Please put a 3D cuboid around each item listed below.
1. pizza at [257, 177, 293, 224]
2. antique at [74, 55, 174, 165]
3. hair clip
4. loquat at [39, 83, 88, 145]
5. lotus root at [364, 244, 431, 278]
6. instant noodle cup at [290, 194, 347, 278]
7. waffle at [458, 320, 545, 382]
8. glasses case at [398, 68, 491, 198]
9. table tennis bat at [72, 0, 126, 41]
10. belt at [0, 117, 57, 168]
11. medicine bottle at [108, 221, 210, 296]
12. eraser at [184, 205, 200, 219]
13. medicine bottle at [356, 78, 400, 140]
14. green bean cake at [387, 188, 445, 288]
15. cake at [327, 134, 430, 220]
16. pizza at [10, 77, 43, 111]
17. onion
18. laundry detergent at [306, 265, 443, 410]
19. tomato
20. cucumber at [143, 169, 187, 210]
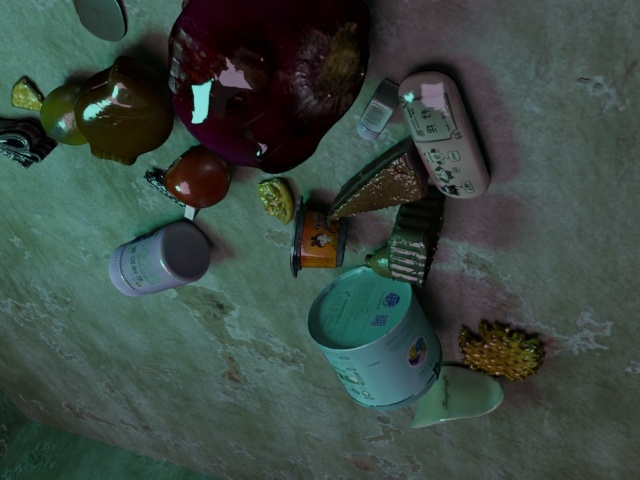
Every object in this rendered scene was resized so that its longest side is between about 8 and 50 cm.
[{"bbox_3d":[-0.114,-0.099,1.864,0.099,0.036,0.160,16,142,14],"label":"pizza"},{"bbox_3d":[-0.452,-0.302,1.715,0.223,0.129,0.278,10,140,-16],"label":"antique"},{"bbox_3d":[0.387,0.445,2.109,0.282,0.173,0.113,-3,154,19],"label":"hair clip"},{"bbox_3d":[-0.609,-0.312,1.832,0.195,0.152,0.152,-23,121,37],"label":"loquat"},{"bbox_3d":[0.185,0.052,1.825,0.183,0.077,0.090,-8,130,36],"label":"lotus root"},{"bbox_3d":[0.000,0.000,1.818,0.125,0.178,0.208,7,127,5],"label":"instant noodle cup"},{"bbox_3d":[0.477,0.302,1.970,0.228,0.051,0.232,9,140,18],"label":"waffle"},{"bbox_3d":[0.251,-0.205,1.480,0.122,0.075,0.314,-4,133,31],"label":"glasses case"},{"bbox_3d":[-0.488,-0.530,1.597,0.131,0.022,0.234,18,144,13],"label":"table tennis bat"},{"bbox_3d":[-0.917,-0.301,2.071,0.359,0.094,0.126,16,137,13],"label":"belt"},{"bbox_3d":[-0.473,0.060,2.157,0.290,0.178,0.178,-15,126,43],"label":"medicine bottle"},{"bbox_3d":[-0.316,-0.106,1.922,0.026,0.105,0.065,28,144,-1],"label":"eraser"},{"bbox_3d":[0.117,-0.259,1.500,0.055,0.074,0.118,28,144,-2],"label":"medicine bottle"},{"bbox_3d":[0.213,-0.011,1.656,0.094,0.173,0.181,14,144,15],"label":"green bean cake"},{"bbox_3d":[0.129,-0.119,1.623,0.113,0.116,0.295,43,140,-19],"label":"cake"},{"bbox_3d":[-0.762,-0.369,1.950,0.108,0.026,0.123,35,140,-15],"label":"pizza"},{"bbox_3d":[-0.143,-0.354,1.352,0.420,0.398,0.398,37,148,24],"label":"onion"},{"bbox_3d":[0.154,0.267,1.926,0.287,0.287,0.305,-2,134,33],"label":"laundry detergent"},{"bbox_3d":[-0.299,-0.151,1.817,0.167,0.167,0.167,17,142,14],"label":"tomato"},{"bbox_3d":[-0.393,-0.133,1.987,0.181,0.053,0.053,36,143,-7],"label":"cucumber"}]
